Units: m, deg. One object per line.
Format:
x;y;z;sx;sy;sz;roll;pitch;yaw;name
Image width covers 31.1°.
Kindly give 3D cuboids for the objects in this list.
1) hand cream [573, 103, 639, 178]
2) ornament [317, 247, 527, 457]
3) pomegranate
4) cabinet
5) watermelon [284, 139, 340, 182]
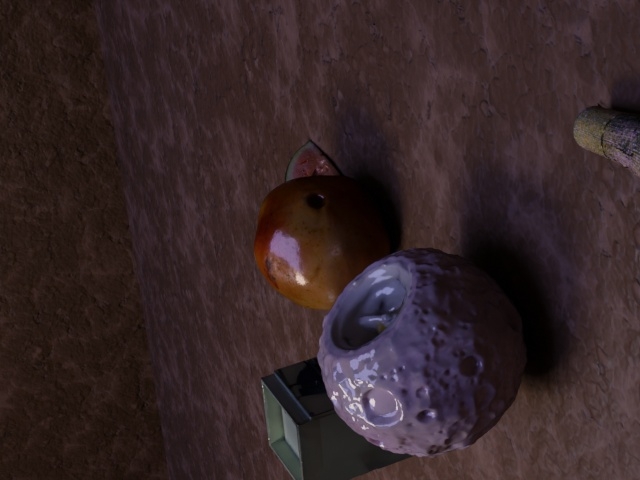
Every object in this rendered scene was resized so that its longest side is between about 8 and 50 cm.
0.303;-0.087;1.073;0.203;0.084;0.084;-141;40;-67;hand cream
0.129;0.144;1.420;0.225;0.259;0.259;40;175;-28;ornament
0.001;-0.004;1.718;0.209;0.209;0.209;50;148;47;pomegranate
0.032;0.271;1.804;0.145;0.206;0.150;-137;37;-54;cabinet
0.000;-0.083;1.873;0.069;0.087;0.163;43;-172;-43;watermelon
